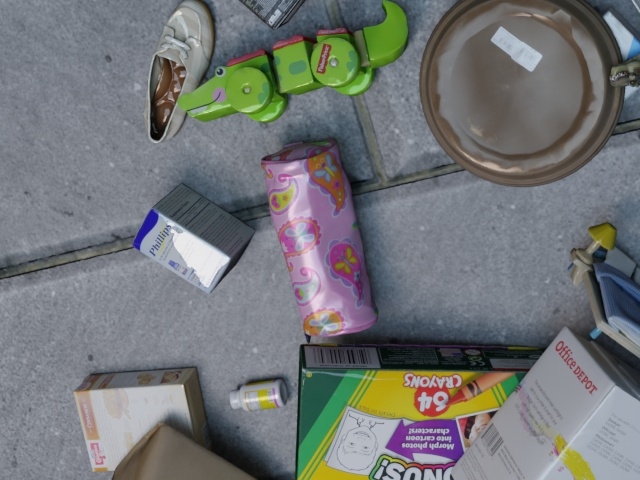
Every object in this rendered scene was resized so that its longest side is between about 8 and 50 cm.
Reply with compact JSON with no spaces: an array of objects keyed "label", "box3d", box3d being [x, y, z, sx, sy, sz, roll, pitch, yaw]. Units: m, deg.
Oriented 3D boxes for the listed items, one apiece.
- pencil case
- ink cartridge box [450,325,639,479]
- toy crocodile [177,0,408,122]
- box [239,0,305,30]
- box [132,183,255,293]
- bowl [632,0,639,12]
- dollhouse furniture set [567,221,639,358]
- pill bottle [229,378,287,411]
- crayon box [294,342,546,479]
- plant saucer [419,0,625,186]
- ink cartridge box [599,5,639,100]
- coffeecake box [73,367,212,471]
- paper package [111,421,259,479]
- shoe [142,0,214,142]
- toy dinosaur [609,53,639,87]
[{"label":"pencil case","box3d":[0.000,0.000,1.921,0.124,0.124,0.284,-11,105,16]},{"label":"ink cartridge box","box3d":[0.350,0.298,1.800,0.197,0.198,0.270,33,101,-18]},{"label":"toy crocodile","box3d":[-0.036,-0.238,1.855,0.341,0.115,0.105,-16,84,16]},{"label":"box","box3d":[-0.056,-0.404,1.822,0.147,0.077,0.180,40,112,-2]},{"label":"box","box3d":[-0.184,-0.004,1.957,0.137,0.126,0.072,33,113,2]},{"label":"bowl","box3d":[0.465,-0.352,1.728,0.142,0.053,0.142,-31,98,21]},{"label":"dollhouse furniture set","box3d":[0.493,0.100,1.742,0.303,0.286,0.198,35,112,-12]},{"label":"pill bottle","box3d":[-0.095,0.239,2.058,0.083,0.043,0.043,-9,105,16]},{"label":"crayon box","box3d":[0.145,0.314,1.946,0.363,0.106,0.313,1,107,-3]},{"label":"plant saucer","box3d":[0.261,-0.205,1.771,0.278,0.041,0.278,4,102,20]},{"label":"ink cartridge box","box3d":[0.358,-0.212,1.795,0.104,0.060,0.180,44,112,-3]},{"label":"coffeecake box","box3d":[-0.278,0.282,2.101,0.185,0.068,0.142,-5,108,15]},{"label":"paper package","box3d":[-0.185,0.491,1.973,0.309,0.325,0.168,33,128,-16]},{"label":"shoe","box3d":[-0.206,-0.240,1.921,0.077,0.058,0.219,20,111,6]},{"label":"toy dinosaur","box3d":[0.476,-0.290,1.689,0.268,0.064,0.118,-24,104,15]}]
